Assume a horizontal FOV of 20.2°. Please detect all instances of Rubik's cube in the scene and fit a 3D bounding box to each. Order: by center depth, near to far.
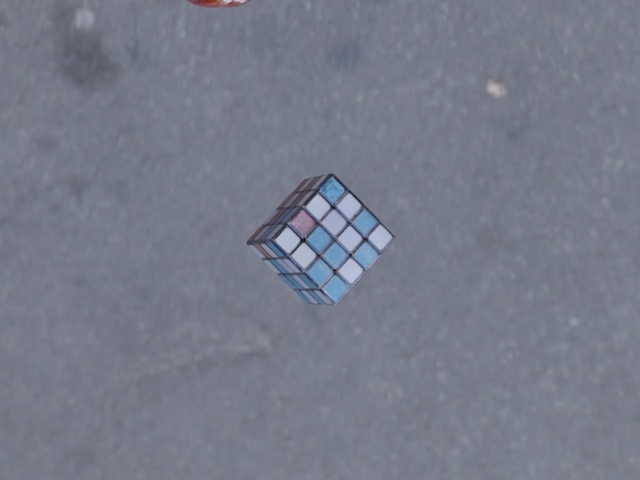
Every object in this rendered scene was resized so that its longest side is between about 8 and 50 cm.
[{"bbox_3d":[0.000,0.000,1.739,0.092,0.092,0.092,44,76,-12],"label":"Rubik's cube"}]

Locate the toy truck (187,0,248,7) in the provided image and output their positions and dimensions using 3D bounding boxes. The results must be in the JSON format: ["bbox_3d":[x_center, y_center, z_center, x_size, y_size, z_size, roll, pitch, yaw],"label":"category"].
[{"bbox_3d":[-0.076,-0.260,0.894,0.189,0.265,0.239,13,121,-40],"label":"toy truck"}]
